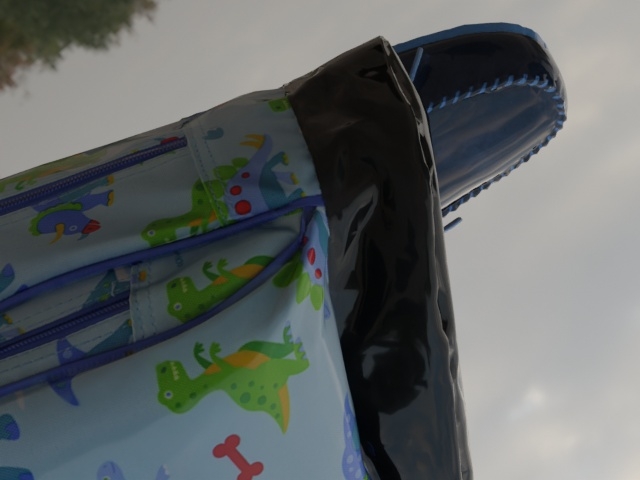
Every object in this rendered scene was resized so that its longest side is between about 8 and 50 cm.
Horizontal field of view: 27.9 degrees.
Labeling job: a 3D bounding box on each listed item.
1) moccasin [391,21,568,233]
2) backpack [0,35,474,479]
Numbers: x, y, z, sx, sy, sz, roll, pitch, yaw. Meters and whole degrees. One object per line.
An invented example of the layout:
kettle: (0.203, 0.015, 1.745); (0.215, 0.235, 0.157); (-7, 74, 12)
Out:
moccasin: (0.000, 0.000, 0.773); (0.342, 0.138, 0.117); (-31, -136, 17)
backpack: (-0.110, 0.103, 0.569); (0.355, 0.290, 0.273); (-7, -146, 4)
